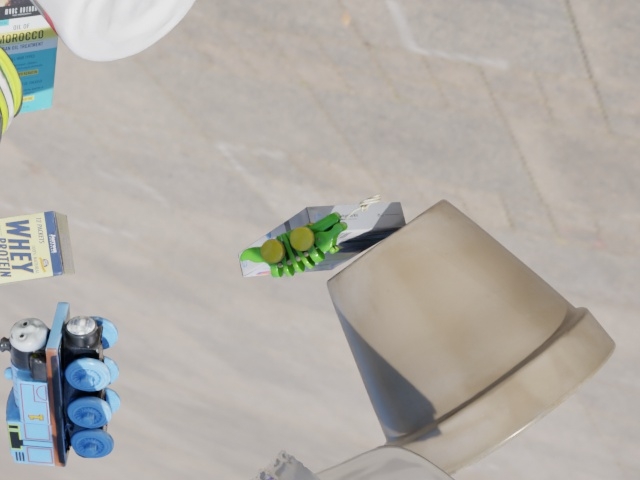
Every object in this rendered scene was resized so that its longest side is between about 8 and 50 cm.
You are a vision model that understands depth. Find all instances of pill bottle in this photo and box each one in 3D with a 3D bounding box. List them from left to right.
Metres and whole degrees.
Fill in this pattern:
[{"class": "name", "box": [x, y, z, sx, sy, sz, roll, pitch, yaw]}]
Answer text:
[{"class": "pill bottle", "box": [-0.275, -0.356, 1.420, 0.318, 0.176, 0.176, 51, 174, 20]}]

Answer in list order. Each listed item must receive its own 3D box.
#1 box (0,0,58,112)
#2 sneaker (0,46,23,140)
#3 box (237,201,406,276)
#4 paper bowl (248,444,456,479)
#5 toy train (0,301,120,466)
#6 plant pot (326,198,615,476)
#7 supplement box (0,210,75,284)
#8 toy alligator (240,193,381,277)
[{"class": "box", "box": [-0.369, -0.265, 1.615, 0.060, 0.100, 0.244, 50, 141, 36]}, {"class": "sneaker", "box": [-0.294, -0.130, 0.920, 0.111, 0.121, 0.300, -13, 146, 13]}, {"class": "box", "box": [0.000, 0.000, 1.738, 0.145, 0.038, 0.186, -4, 163, -33]}, {"class": "paper bowl", "box": [0.064, 0.238, 0.821, 0.284, 0.148, 0.284, 42, 170, 9]}, {"class": "toy train", "box": [-0.246, 0.140, 1.273, 0.105, 0.080, 0.184, 3, 132, -3]}, {"class": "plant pot", "box": [0.164, 0.112, 1.714, 0.280, 0.323, 0.323, 55, 162, 2]}, {"class": "supplement box", "box": [-0.264, 0.009, 1.178, 0.083, 0.056, 0.083, -9, 179, -4]}, {"class": "toy alligator", "box": [-0.005, 0.003, 1.589, 0.189, 0.051, 0.056, -22, -179, 16]}]
